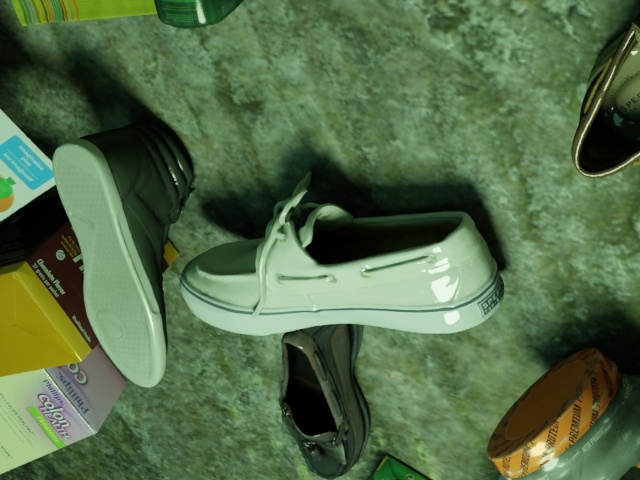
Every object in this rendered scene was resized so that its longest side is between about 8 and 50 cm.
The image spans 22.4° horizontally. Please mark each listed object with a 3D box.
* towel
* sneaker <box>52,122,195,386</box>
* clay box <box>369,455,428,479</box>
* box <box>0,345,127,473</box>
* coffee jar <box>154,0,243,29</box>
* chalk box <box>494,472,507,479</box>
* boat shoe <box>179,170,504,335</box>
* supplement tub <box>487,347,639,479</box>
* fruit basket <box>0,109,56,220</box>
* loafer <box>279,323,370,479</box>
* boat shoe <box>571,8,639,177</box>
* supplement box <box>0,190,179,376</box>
[{"bbox_3d":[-0.240,-0.270,1.653,0.237,0.021,0.102,2,129,37],"label":"towel"},{"bbox_3d":[-0.187,0.007,1.759,0.104,0.147,0.296,4,116,37],"label":"sneaker"},{"bbox_3d":[0.099,0.367,1.964,0.127,0.053,0.222,30,139,12],"label":"clay box"},{"bbox_3d":[-0.418,0.175,2.090,0.243,0.117,0.213,-25,111,29],"label":"box"},{"bbox_3d":[-0.126,-0.294,1.480,0.079,0.096,0.184,8,132,29],"label":"coffee jar"},{"bbox_3d":[0.234,0.330,1.745,0.132,0.132,0.213,22,143,22],"label":"chalk box"},{"bbox_3d":[-0.002,0.005,1.638,0.367,0.136,0.156,2,128,33],"label":"boat shoe"},{"bbox_3d":[0.324,0.267,1.580,0.316,0.193,0.193,45,141,-6],"label":"supplement tub"},{"bbox_3d":[-0.504,-0.096,1.732,0.353,0.165,0.327,-27,115,33],"label":"fruit basket"},{"bbox_3d":[-0.010,0.177,1.836,0.109,0.095,0.303,21,137,22],"label":"loafer"},{"bbox_3d":[0.301,-0.157,1.248,0.123,0.123,0.342,42,141,-3],"label":"boat shoe"},{"bbox_3d":[-0.308,0.040,1.864,0.191,0.194,0.129,-13,118,45],"label":"supplement box"}]
